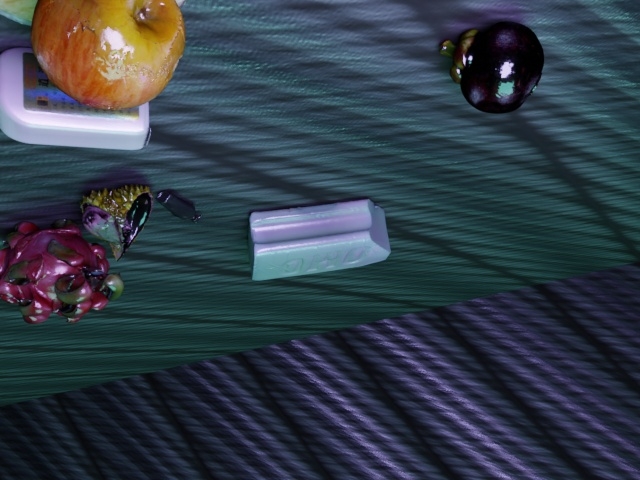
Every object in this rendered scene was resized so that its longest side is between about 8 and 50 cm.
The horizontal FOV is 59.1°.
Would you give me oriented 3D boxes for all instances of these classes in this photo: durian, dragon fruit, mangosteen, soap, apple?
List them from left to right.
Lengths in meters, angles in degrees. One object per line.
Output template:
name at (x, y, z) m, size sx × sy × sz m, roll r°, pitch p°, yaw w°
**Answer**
dragon fruit at (-0.506, 0.075, 1.087) m, size 0.218 × 0.273 × 0.198 m, roll 7°, pitch 118°, yaw -51°
apple at (-0.202, -0.201, 0.546) m, size 0.147 × 0.146 × 0.146 m, roll -10°, pitch 160°, yaw -4°
durian at (-0.384, -0.063, 1.049) m, size 0.108 × 0.119 × 0.186 m, roll 29°, pitch 149°, yaw -3°
soap at (0.000, 0.000, 1.372) m, size 0.347 × 0.114 × 0.208 m, roll -8°, pitch 160°, yaw -12°
mangosteen at (0.245, -0.257, 0.822) m, size 0.152 × 0.137 × 0.137 m, roll 22°, pitch 160°, yaw 6°

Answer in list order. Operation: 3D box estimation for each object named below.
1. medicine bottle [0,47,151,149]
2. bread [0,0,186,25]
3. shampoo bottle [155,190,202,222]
medicine bottle at (-0.329, -0.176, 0.698) m, size 0.219 × 0.115 × 0.078 m, roll -1°, pitch 159°, yaw -27°
bread at (-0.236, -0.296, 0.536) m, size 0.267 × 0.040 × 0.267 m, roll -10°, pitch 161°, yaw -3°
shampoo bottle at (-0.287, -0.066, 1.155) m, size 0.048 × 0.027 × 0.137 m, roll -13°, pitch 161°, yaw 11°
